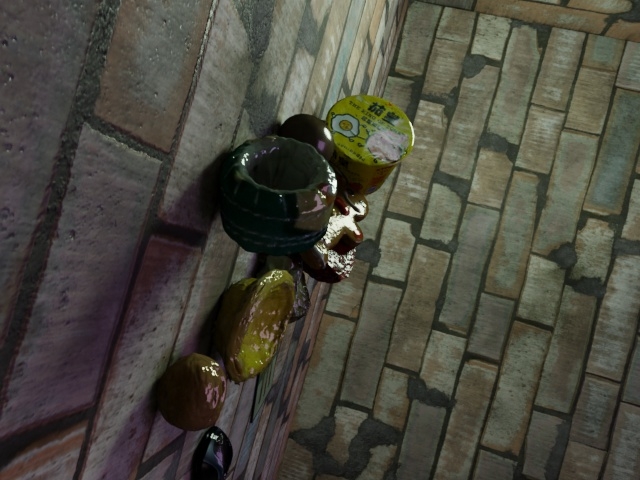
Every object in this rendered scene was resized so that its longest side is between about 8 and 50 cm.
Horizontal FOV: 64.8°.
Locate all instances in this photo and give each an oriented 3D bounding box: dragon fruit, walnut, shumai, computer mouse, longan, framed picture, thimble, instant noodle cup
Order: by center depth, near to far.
[{"bbox_3d":[-0.278,0.327,1.094,0.166,0.149,0.167,179,-90,-69],"label":"walnut"},{"bbox_3d":[-0.097,-0.107,1.120,0.288,0.254,0.167,-105,-159,-48],"label":"thimble"},{"bbox_3d":[-0.043,-0.274,1.436,0.189,0.189,0.189,15,90,-81],"label":"longan"},{"bbox_3d":[-0.320,0.676,1.527,0.137,0.096,0.233,-56,158,-64],"label":"computer mouse"},{"bbox_3d":[-0.110,0.126,1.608,0.256,0.189,0.218,-70,173,-59],"label":"shumai"},{"bbox_3d":[-0.008,0.010,1.737,0.205,0.317,0.152,-32,171,-43],"label":"dragon fruit"},{"bbox_3d":[0.153,-0.332,1.865,0.254,0.325,0.326,112,-1,-60],"label":"instant noodle cup"},{"bbox_3d":[-0.233,0.577,2.150,0.244,0.013,0.324,-55,157,-63],"label":"framed picture"}]

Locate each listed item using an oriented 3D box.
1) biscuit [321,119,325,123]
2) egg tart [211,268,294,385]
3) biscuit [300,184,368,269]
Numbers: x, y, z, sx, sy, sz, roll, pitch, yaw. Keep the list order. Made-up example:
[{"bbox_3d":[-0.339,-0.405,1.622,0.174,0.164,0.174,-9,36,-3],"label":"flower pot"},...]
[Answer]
[{"bbox_3d":[-0.022,-0.291,1.892,0.183,0.047,0.320,-60,162,-51],"label":"biscuit"},{"bbox_3d":[-0.191,0.223,1.378,0.345,0.132,0.345,17,90,-72],"label":"egg tart"},{"bbox_3d":[0.035,-0.092,1.688,0.432,0.283,0.064,-31,170,-47],"label":"biscuit"}]
